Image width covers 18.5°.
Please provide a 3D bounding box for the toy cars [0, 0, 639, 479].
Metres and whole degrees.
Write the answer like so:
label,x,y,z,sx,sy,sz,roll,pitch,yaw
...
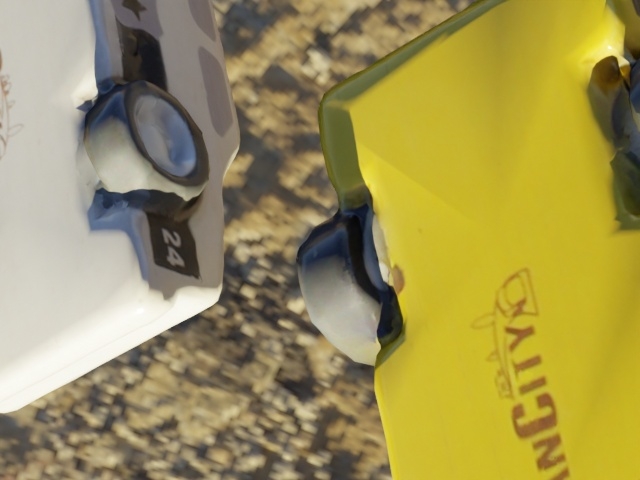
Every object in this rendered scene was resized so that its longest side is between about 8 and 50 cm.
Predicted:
label,x,y,z,sx,sy,sz,roll,pitch,yaw
toy cars,0.000,0.000,0.481,0.394,0.087,0.176,32,97,41
